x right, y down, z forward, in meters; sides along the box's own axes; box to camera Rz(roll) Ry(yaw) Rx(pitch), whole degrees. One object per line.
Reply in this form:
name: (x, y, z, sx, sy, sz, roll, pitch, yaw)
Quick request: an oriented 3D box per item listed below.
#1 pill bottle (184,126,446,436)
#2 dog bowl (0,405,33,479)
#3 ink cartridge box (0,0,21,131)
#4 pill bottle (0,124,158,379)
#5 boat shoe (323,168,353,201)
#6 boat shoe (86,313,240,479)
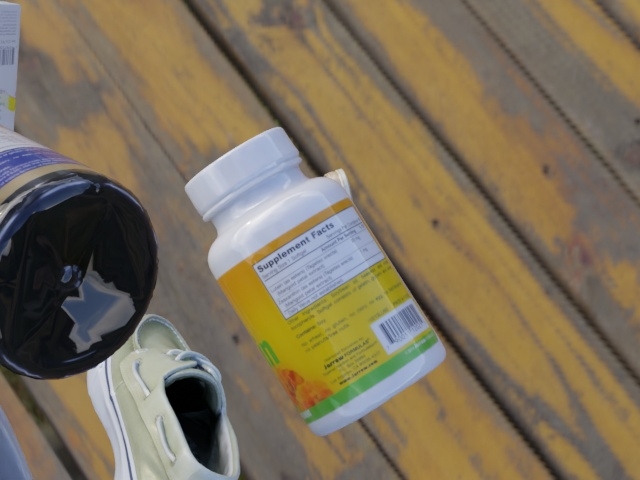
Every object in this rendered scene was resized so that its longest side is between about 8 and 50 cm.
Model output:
pill bottle: (-0.011, 0.032, 1.364, 0.136, 0.136, 0.246, -32, 87, -13)
dog bowl: (-0.310, 0.239, 1.287, 0.102, 0.349, 0.349, -19, 64, 2)
ink cartridge box: (-0.405, -0.150, 1.747, 0.078, 0.134, 0.231, 11, 102, 27)
pill bottle: (-0.205, -0.009, 0.950, 0.123, 0.123, 0.219, -47, 42, -19)
boat shoe: (0.000, 0.000, 1.757, 0.059, 0.170, 0.063, -2, 30, -15)
boat shoe: (-0.112, 0.138, 1.253, 0.094, 0.109, 0.302, -51, 28, 17)
